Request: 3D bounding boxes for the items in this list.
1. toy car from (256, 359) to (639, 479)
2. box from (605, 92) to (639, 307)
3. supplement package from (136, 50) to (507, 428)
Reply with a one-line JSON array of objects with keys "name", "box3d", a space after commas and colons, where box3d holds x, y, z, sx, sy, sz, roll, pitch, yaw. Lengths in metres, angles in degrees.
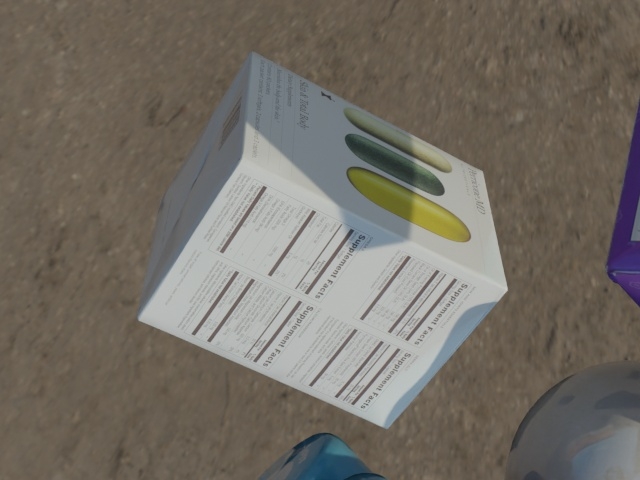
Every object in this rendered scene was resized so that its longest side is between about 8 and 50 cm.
[{"name": "toy car", "box3d": [0.118, 0.128, 0.484, 0.238, 0.210, 0.219, -44, 94, -7]}, {"name": "box", "box3d": [0.185, -0.079, 0.400, 0.057, 0.293, 0.201, 1, 155, 37]}, {"name": "supplement package", "box3d": [0.000, 0.000, 1.088, 0.262, 0.199, 0.198, 26, 121, -17]}]
